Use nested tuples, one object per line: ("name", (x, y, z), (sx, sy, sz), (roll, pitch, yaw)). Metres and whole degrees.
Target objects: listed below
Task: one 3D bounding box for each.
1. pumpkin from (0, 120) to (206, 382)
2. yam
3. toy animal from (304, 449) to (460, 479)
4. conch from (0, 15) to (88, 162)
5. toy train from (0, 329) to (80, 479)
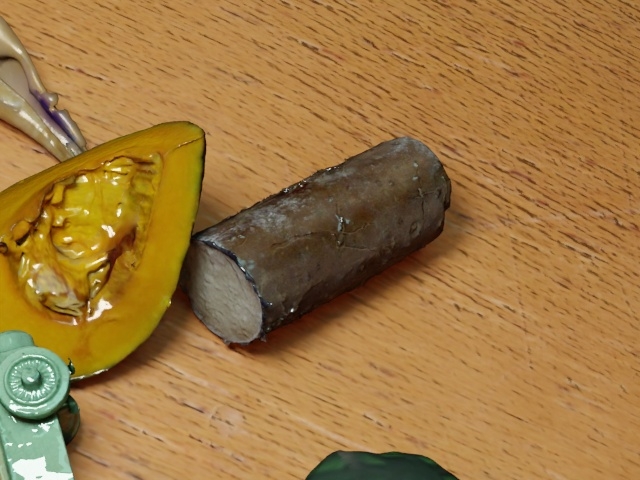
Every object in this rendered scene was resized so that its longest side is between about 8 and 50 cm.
("pumpkin", (-0.225, 0.018, 1.593), (0.312, 0.169, 0.148), (-27, 23, -3))
("yam", (-0.001, 0.000, 1.661), (0.279, 0.131, 0.131), (-27, 67, -32))
("toy animal", (0.073, 0.326, 1.413), (0.216, 0.191, 0.338), (-1, 57, -15))
("conch", (-0.359, -0.174, 1.710), (0.330, 0.093, 0.109), (45, 37, -8))
("toy train", (-0.275, 0.218, 1.446), (0.177, 0.116, 0.285), (-15, 66, -11))
